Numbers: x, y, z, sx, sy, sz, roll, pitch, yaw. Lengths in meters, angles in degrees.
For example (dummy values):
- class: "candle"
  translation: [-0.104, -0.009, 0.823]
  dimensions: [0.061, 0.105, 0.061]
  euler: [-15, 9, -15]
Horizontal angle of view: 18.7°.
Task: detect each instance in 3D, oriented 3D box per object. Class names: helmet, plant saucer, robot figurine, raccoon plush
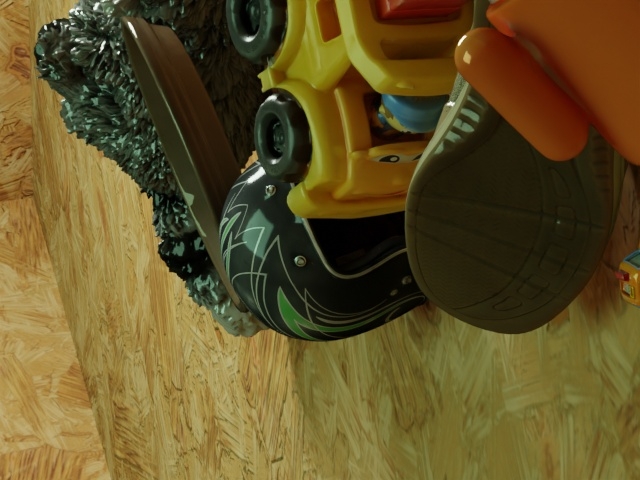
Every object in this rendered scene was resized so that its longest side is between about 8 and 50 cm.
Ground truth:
- class: "helmet"
  translation: [0.000, 0.000, 1.528]
  dimensions: [0.169, 0.161, 0.169]
  euler: [173, 90, -75]
- class: "plant saucer"
  translation: [-0.105, -0.071, 1.684]
  dimensions: [0.278, 0.041, 0.278]
  euler: [157, 90, -84]
- class: "robot figurine"
  translation: [0.144, -0.122, 0.899]
  dimensions: [0.158, 0.219, 0.128]
  euler: [-42, 7, 24]
- class: "raccoon plush"
  translation: [-0.083, -0.138, 1.883]
  dimensions: [0.446, 0.216, 0.299]
  euler: [55, 155, -9]

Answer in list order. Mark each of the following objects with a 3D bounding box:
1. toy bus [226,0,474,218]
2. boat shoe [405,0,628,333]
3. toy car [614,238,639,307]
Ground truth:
- class: "toy bus"
  translation: [0.051, -0.142, 1.364]
  dimensions: [0.211, 0.149, 0.220]
  euler: [-24, 75, 58]
- class: "boat shoe"
  translation: [0.135, -0.081, 1.131]
  dimensions: [0.341, 0.121, 0.110]
  euler: [104, -168, -46]
- class: "toy car"
  translation: [0.196, 0.039, 1.054]
  dimensions: [0.122, 0.040, 0.060]
  euler: [-118, 26, -55]
